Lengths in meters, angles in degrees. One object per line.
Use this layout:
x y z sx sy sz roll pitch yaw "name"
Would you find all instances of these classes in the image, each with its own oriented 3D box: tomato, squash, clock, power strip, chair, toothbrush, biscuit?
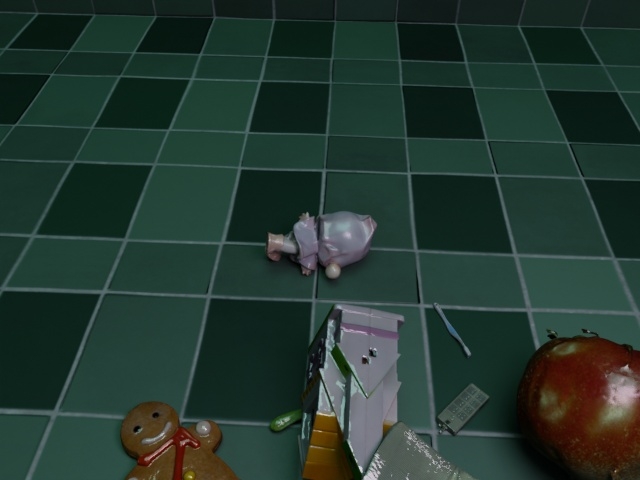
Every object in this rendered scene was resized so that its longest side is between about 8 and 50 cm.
0.492 0.306 1.062 0.303 0.303 0.239 22 76 21 "tomato"
-0.058 0.350 1.194 0.089 0.027 0.027 -20 48 -22 "squash"
0.057 0.310 1.099 0.166 0.235 0.310 12 55 -9 "clock"
0.281 0.339 1.210 0.136 0.019 0.051 -32 55 -29 "power strip"
0.208 0.457 0.957 0.319 0.186 0.160 28 51 17 "chair"
0.293 0.196 1.358 0.014 0.017 0.162 -9 45 -18 "toothbrush"
-0.262 0.414 1.113 0.205 0.049 0.324 -29 50 -26 "biscuit"

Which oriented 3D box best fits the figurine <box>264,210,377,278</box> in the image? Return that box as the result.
0.001 0.000 1.476 0.275 0.133 0.200 -7 48 -6 "figurine"
